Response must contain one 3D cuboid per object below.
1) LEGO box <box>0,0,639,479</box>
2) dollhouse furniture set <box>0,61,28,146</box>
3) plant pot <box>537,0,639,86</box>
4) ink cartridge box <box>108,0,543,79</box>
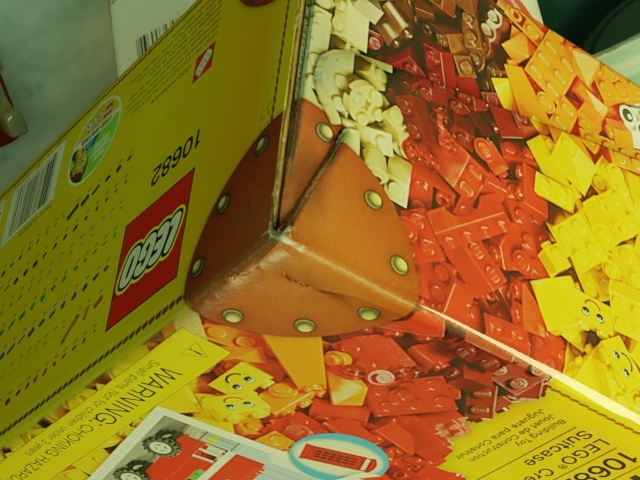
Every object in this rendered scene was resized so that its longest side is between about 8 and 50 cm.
[{"bbox_3d":[-0.007,0.108,0.833,0.372,0.500,0.193,27,49,-25],"label":"LEGO box"},{"bbox_3d":[-0.320,-0.057,1.016,0.259,0.135,0.262,-24,105,-21],"label":"dollhouse furniture set"},{"bbox_3d":[0.201,-0.169,1.048,0.293,0.293,0.196,-47,134,-2],"label":"plant pot"},{"bbox_3d":[-0.001,-0.156,0.932,0.226,0.306,0.131,-22,147,20],"label":"ink cartridge box"}]
